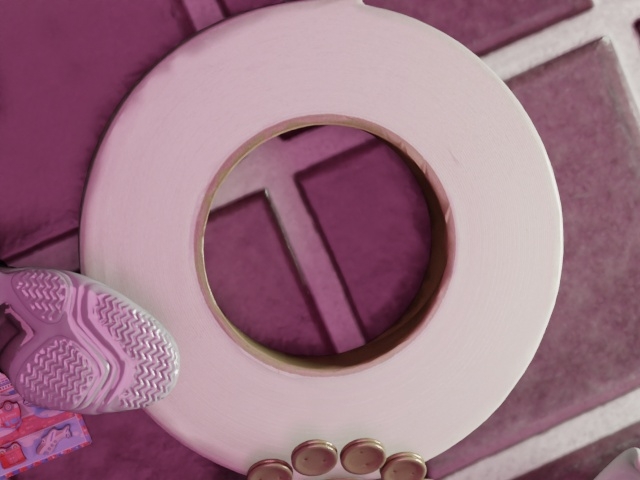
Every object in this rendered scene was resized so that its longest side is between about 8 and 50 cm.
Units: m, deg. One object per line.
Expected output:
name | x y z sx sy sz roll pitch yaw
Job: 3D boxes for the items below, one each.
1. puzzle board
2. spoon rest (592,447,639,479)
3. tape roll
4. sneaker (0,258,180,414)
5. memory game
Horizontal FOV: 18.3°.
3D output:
puzzle board | -0.260 0.143 1.596 0.128 0.011 0.096 -22 99 -6
spoon rest | 0.206 0.286 1.655 0.137 0.084 0.276 31 104 -9
tape roll | 0.000 0.000 1.588 0.392 0.072 0.392 -1 97 -8
sneaker | -0.230 0.059 1.515 0.269 0.153 0.101 14 94 2
memory game | 0.008 0.219 1.592 0.186 0.012 0.186 -5 133 -5
